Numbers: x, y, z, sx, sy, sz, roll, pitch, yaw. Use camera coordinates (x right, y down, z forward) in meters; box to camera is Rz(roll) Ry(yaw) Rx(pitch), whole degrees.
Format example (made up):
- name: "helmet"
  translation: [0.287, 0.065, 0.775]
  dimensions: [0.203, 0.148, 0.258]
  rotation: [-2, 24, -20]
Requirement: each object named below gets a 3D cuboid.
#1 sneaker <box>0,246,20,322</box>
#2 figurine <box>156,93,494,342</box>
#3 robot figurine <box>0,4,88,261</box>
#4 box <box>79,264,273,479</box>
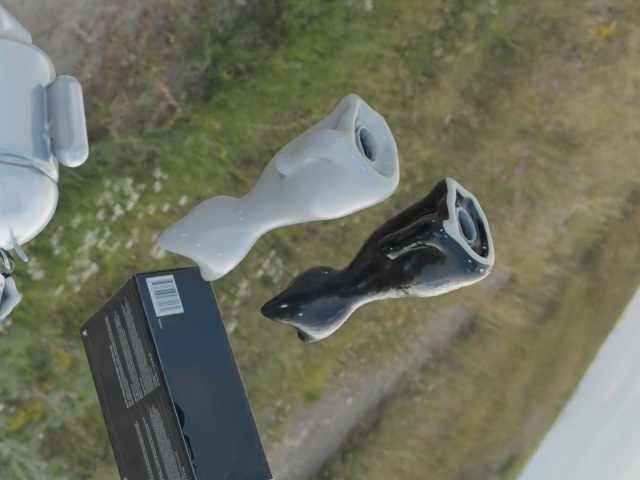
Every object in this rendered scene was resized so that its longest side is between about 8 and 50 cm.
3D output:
- name: "sneaker"
  translation: [-0.318, 0.014, 0.945]
  dimensions: [0.086, 0.085, 0.237]
  rotation: [-30, 163, -16]
- name: "figurine"
  translation: [0.000, 0.000, 0.906]
  dimensions: [0.209, 0.215, 0.092]
  rotation: [-31, -137, 28]
- name: "robot figurine"
  translation: [-0.447, -0.134, 1.428]
  dimensions: [0.200, 0.300, 0.353]
  rotation: [43, 39, -67]
- name: "box"
  translation: [-0.173, 0.184, 1.258]
  dimensions: [0.103, 0.261, 0.184]
  rotation: [-7, 161, -38]
